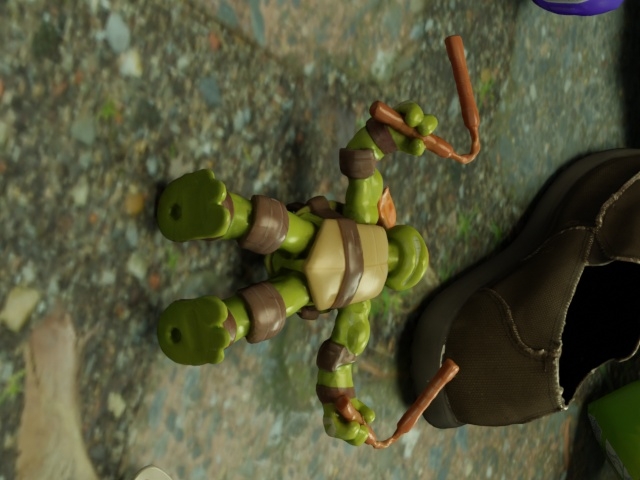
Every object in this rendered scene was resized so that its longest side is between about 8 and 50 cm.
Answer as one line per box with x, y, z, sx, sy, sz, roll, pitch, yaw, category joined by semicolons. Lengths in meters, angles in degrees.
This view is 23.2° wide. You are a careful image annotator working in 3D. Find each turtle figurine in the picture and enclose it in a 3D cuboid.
0.000;0.000;0.946;0.217;0.087;0.269;-1;106;-46;turtle figurine

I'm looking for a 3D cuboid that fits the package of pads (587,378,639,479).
0.407;0.175;1.304;0.297;0.229;0.101;-27;137;2;package of pads

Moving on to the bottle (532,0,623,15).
0.141;-0.268;1.077;0.283;0.092;0.118;40;66;-49;bottle

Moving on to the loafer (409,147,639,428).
0.214;0.044;1.206;0.366;0.130;0.133;-40;127;-42;loafer

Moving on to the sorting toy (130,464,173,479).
-0.096;0.171;0.890;0.083;0.045;0.075;-45;123;-39;sorting toy
